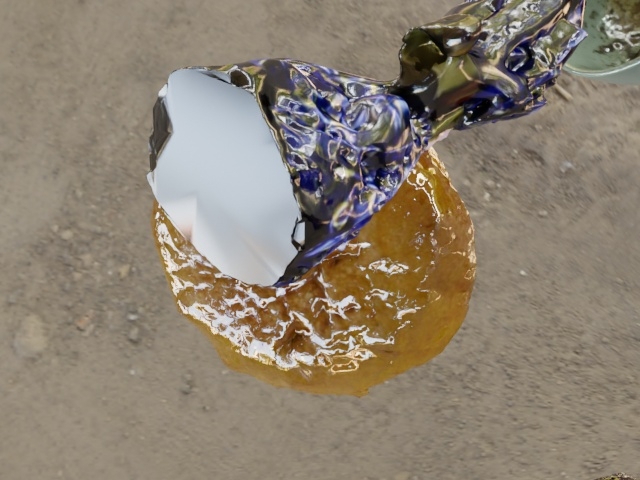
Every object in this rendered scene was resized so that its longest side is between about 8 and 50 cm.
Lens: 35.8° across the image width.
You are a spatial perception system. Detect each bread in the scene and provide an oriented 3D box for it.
[{"bbox_3d":[-0.002,-0.005,0.953,0.312,0.172,0.312,5,114,10],"label":"bread"}]

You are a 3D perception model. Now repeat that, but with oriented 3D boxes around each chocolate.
[{"bbox_3d":[0.067,-0.094,0.608,0.126,0.343,0.148,55,147,10],"label":"chocolate"}]

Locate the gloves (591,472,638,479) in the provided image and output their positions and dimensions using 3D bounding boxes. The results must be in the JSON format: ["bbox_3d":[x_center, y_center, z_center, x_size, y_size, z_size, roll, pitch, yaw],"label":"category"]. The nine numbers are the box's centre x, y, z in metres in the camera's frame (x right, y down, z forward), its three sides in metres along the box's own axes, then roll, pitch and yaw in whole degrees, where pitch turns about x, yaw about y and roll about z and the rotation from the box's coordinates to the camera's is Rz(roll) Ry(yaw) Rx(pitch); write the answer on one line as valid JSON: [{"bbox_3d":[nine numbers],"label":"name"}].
[{"bbox_3d":[0.345,0.323,1.184,0.129,0.181,0.106,-34,92,6],"label":"gloves"}]

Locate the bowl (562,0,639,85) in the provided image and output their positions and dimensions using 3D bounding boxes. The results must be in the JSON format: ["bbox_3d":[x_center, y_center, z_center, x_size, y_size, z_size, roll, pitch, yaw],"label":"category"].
[{"bbox_3d":[0.429,-0.308,1.226,0.289,0.146,0.289,-37,42,43],"label":"bowl"}]
